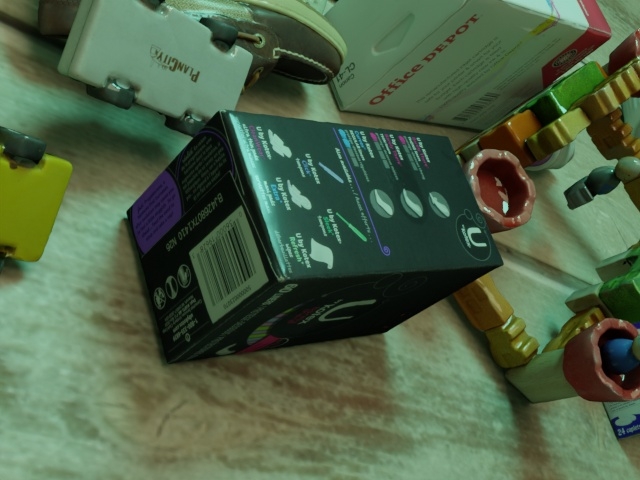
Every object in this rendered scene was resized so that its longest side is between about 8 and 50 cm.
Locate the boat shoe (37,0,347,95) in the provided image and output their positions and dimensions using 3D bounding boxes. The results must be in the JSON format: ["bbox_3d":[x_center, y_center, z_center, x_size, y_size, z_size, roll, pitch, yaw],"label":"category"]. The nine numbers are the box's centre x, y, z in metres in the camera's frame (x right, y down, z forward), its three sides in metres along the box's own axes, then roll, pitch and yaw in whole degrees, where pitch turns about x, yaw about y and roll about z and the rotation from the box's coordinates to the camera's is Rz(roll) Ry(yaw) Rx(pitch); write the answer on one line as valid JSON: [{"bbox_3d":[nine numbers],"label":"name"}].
[{"bbox_3d":[-0.112,-0.191,0.761,0.342,0.123,0.123,10,87,-48],"label":"boat shoe"}]

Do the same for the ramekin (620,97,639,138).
[{"bbox_3d":[0.682,-0.238,1.420,0.273,0.273,0.127,30,58,-25],"label":"ramekin"}]

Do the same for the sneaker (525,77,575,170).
[{"bbox_3d":[0.301,-0.242,1.184,0.152,0.114,0.305,0,72,-51],"label":"sneaker"}]

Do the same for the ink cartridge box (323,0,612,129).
[{"bbox_3d":[0.180,-0.257,0.976,0.306,0.226,0.131,1,63,-44],"label":"ink cartridge box"}]

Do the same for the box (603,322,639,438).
[{"bbox_3d":[0.424,0.179,1.024,0.126,0.072,0.137,4,60,-42],"label":"box"}]

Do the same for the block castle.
[{"bbox_3d":[0.340,-0.048,0.918,0.453,0.213,0.303,-36,92,-34],"label":"block castle"}]

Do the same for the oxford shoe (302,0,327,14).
[{"bbox_3d":[-0.095,-0.447,0.897,0.169,0.130,0.449,-25,103,-50],"label":"oxford shoe"}]

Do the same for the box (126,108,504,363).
[{"bbox_3d":[0.000,0.000,0.674,0.270,0.165,0.143,-2,64,-44],"label":"box"}]

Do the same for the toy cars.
[{"bbox_3d":[-0.203,-0.097,0.572,0.087,0.176,0.394,23,45,28],"label":"toy cars"}]
